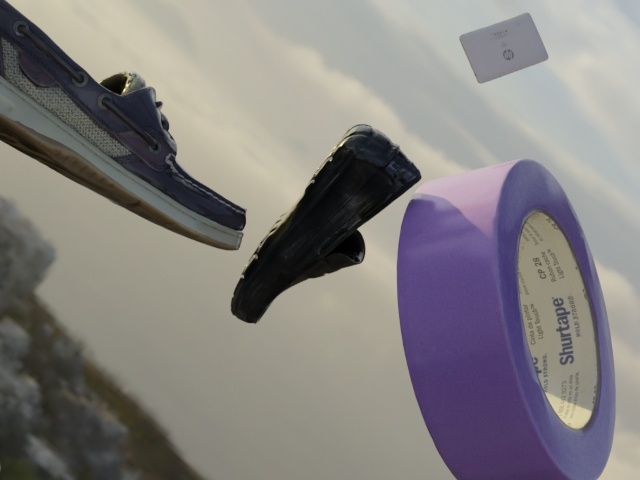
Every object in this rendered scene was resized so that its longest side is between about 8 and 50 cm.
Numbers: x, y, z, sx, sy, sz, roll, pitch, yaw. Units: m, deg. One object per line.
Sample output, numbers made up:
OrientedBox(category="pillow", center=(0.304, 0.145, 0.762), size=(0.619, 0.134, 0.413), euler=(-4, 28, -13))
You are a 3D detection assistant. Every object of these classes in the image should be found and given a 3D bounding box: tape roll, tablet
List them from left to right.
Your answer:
OrientedBox(category="tablet", center=(0.185, -0.194, 1.660), size=(0.054, 0.083, 0.006), euler=(67, -17, 6))
OrientedBox(category="tape roll", center=(0.161, 0.074, 1.379), size=(0.275, 0.090, 0.274), euler=(40, 44, -53))

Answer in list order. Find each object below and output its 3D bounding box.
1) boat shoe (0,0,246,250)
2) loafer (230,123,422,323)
OrientedBox(category="boat shoe", center=(-0.156, -0.083, 1.208), size=(0.285, 0.092, 0.103), euler=(31, -8, -30))
OrientedBox(category="loafer", center=(0.000, 0.000, 1.386), size=(0.078, 0.223, 0.076), euler=(37, 32, -4))
